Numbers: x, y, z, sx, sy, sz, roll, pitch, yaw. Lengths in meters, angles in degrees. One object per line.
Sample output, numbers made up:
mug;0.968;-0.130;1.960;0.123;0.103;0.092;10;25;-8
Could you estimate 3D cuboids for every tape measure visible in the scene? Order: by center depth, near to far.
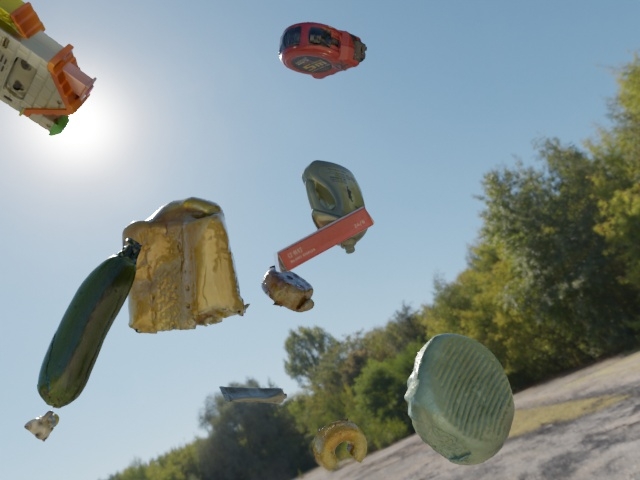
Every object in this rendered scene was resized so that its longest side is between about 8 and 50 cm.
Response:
tape measure;-0.012;-0.662;1.766;0.260;0.114;0.253;9;-5;-37

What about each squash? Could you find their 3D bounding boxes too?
squash;-0.397;0.126;0.893;0.087;0.332;0.087;11;-34;8

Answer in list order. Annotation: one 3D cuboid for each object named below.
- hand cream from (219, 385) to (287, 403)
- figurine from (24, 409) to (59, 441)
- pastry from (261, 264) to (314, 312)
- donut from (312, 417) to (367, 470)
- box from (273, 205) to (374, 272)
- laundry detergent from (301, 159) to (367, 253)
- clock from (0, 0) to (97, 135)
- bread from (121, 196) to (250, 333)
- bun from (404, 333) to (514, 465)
hand cream;-0.149;0.352;1.159;0.165;0.057;0.037;13;-77;-33
figurine;-0.520;0.348;0.962;0.050;0.047;0.083;-44;-3;-28
pastry;-0.121;0.179;1.885;0.218;0.229;0.100;11;-72;-54
donut;0.067;0.655;1.633;0.181;0.146;0.078;-3;3;-13
box;0.000;0.000;1.131;0.229;0.050;0.123;-28;2;-10
laundry detergent;0.042;-0.080;1.298;0.181;0.254;0.091;15;-41;-39
clock;-0.635;-0.376;1.106;0.255;0.106;0.219;36;-50;-24
bread;-0.396;0.068;1.537;0.360;0.395;0.250;-10;-7;19
bun;0.237;0.273;0.885;0.221;0.221;0.108;-8;-29;-35
